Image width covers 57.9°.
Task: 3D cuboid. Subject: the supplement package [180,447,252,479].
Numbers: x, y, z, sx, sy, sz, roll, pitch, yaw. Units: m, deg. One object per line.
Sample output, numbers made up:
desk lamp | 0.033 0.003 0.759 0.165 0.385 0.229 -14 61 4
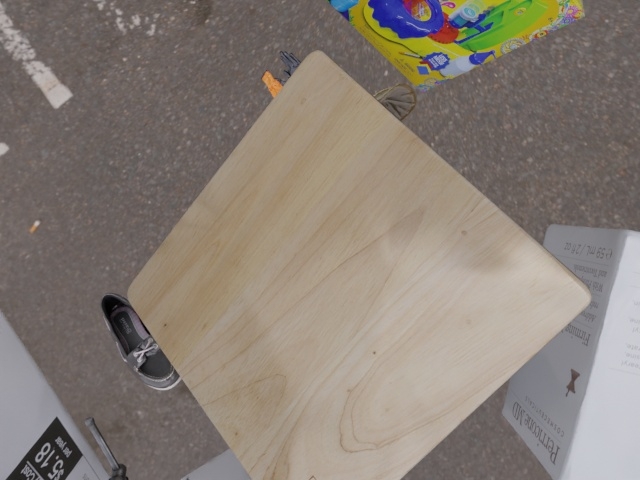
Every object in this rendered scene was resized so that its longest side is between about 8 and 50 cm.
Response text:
supplement package | -0.195 0.697 1.447 0.177 0.175 0.293 -29 114 -12

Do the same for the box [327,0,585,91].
box | 0.189 -0.414 0.855 0.279 0.177 0.290 -19 149 37

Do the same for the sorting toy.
sorting toy | 0.014 0.041 0.445 0.257 0.089 0.255 -49 67 15

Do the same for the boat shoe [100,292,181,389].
boat shoe | -0.455 0.242 1.422 0.112 0.335 0.095 -41 138 -15

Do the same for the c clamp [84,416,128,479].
c clamp | -0.144 0.227 0.413 0.022 0.160 0.137 -25 116 -4

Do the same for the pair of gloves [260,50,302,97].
pair of gloves | -0.046 -0.229 0.841 0.074 0.010 0.083 48 139 -7

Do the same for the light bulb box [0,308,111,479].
light bulb box | -0.387 0.208 0.390 0.225 0.361 0.358 15 137 19

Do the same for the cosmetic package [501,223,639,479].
cosmetic package | 0.548 0.198 0.974 0.327 0.329 0.393 13 93 2

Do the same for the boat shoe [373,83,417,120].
boat shoe | 0.056 -0.139 0.704 0.135 0.045 0.050 -33 107 10
